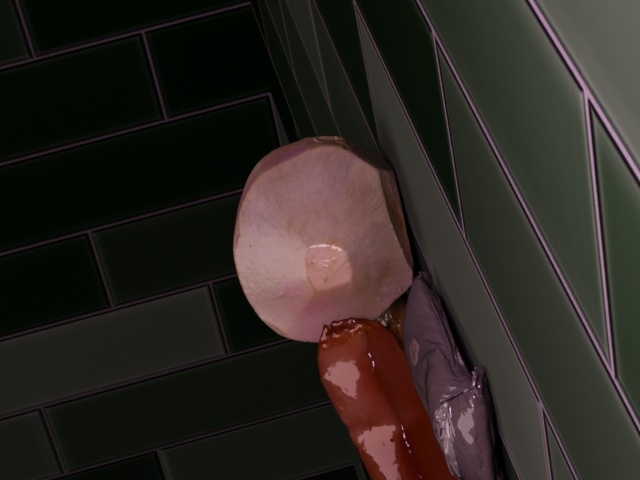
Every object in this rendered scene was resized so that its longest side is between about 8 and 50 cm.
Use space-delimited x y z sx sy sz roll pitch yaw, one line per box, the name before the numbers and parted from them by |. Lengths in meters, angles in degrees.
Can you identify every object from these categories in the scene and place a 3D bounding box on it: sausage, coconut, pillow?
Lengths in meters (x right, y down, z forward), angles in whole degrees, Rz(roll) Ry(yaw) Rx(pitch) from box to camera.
sausage | 0.100 0.237 2.019 0.097 0.094 0.348 -25 90 44
coconut | 0.000 0.000 2.071 0.237 0.197 0.236 -8 -90 -87
pillow | 0.127 0.153 1.877 0.255 0.059 0.169 -112 6 -62

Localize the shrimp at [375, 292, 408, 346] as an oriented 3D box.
shrimp | 0.109 0.148 2.147 0.145 0.061 0.267 92 167 -46
